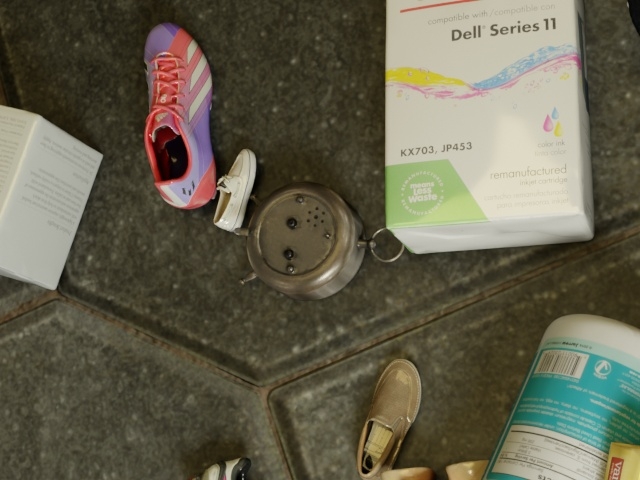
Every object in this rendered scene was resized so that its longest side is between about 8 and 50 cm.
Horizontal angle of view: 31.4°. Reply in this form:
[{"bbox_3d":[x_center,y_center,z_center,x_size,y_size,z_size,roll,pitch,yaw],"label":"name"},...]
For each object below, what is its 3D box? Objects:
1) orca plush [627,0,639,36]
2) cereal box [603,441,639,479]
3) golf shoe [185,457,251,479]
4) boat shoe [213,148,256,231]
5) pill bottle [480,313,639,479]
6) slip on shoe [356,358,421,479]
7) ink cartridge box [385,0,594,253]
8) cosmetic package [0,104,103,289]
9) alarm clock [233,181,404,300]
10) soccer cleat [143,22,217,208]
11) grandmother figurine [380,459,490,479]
[{"bbox_3d":[0.363,-0.146,1.132,0.102,0.151,0.287,-21,98,-26],"label":"orca plush"},{"bbox_3d":[0.336,0.285,0.999,0.047,0.240,0.173,-3,70,60],"label":"cereal box"},{"bbox_3d":[-0.079,0.321,1.212,0.086,0.067,0.186,-30,68,8],"label":"golf shoe"},{"bbox_3d":[-0.103,-0.061,1.332,0.035,0.035,0.100,6,80,57],"label":"boat shoe"},{"bbox_3d":[0.234,0.212,1.058,0.146,0.146,0.264,19,68,23],"label":"pill bottle"},{"bbox_3d":[0.069,0.190,1.208,0.051,0.041,0.135,20,83,23],"label":"slip on shoe"},{"bbox_3d":[0.179,-0.175,1.221,0.207,0.119,0.354,-5,74,19],"label":"ink cartridge box"},{"bbox_3d":[-0.386,-0.057,1.372,0.151,0.151,0.184,15,80,22],"label":"cosmetic package"},{"bbox_3d":[0.000,0.000,1.273,0.192,0.064,0.129,2,77,17],"label":"alarm clock"},{"bbox_3d":[-0.174,-0.157,1.354,0.083,0.095,0.248,-14,72,16],"label":"soccer cleat"},{"bbox_3d":[0.121,0.396,1.109,0.207,0.104,0.342,-13,69,25],"label":"grandmother figurine"}]
